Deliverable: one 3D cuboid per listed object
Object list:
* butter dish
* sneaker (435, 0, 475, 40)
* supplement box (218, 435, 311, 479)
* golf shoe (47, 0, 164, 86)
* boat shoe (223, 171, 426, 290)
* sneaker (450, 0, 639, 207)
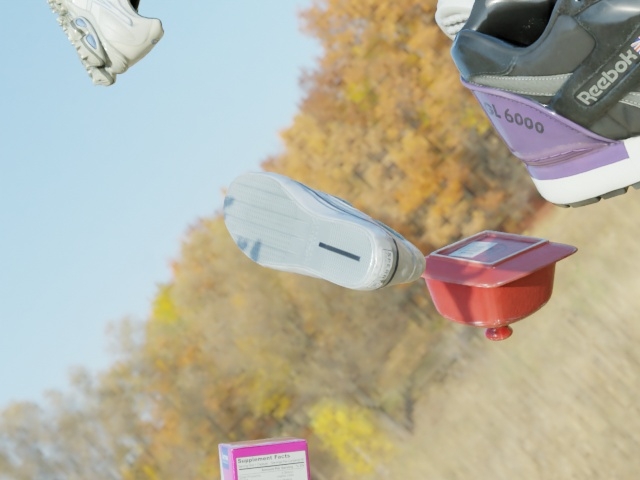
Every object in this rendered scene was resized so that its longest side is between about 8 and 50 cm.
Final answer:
[{"bbox_3d":[0.206,0.062,1.584,0.160,0.118,0.160,-21,21,-37],"label":"butter dish"},{"bbox_3d":[0.284,-0.188,1.079,0.150,0.366,0.135,-65,-15,-10],"label":"sneaker"},{"bbox_3d":[-0.071,0.387,1.843,0.114,0.220,0.111,-3,-5,-14],"label":"supplement box"},{"bbox_3d":[-0.199,-0.216,1.187,0.086,0.176,0.069,-31,-27,-6],"label":"golf shoe"},{"bbox_3d":[0.000,0.000,1.199,0.076,0.226,0.083,11,-77,-42],"label":"boat shoe"},{"bbox_3d":[0.175,-0.105,0.618,0.283,0.124,0.107,-22,29,47],"label":"sneaker"}]
